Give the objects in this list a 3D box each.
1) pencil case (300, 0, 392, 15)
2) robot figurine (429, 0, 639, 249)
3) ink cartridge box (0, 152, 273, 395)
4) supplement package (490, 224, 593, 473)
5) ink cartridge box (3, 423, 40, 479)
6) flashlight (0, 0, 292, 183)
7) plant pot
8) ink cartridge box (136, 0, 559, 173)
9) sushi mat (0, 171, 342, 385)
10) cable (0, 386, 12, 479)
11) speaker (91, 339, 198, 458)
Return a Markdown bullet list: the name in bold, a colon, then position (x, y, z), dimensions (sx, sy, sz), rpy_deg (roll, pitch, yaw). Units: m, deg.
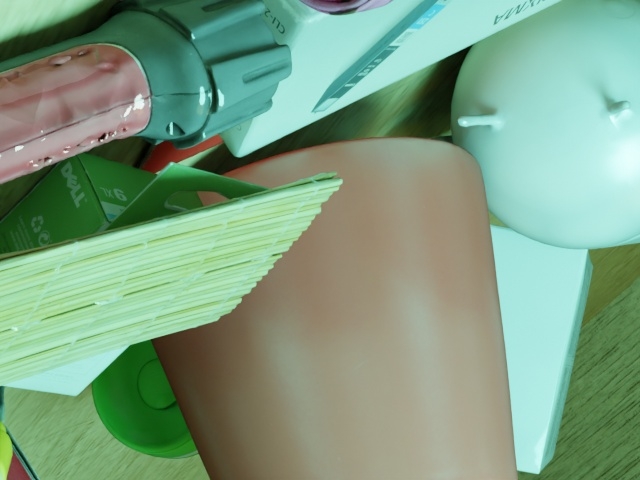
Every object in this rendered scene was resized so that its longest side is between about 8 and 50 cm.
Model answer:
- **pencil case**: position (0.072, -0.193, 0.970), dimensions (0.209, 0.098, 0.095), rpy_deg (-28, -155, -37)
- **robot figurine**: position (0.225, -0.095, 1.449), dimensions (0.300, 0.200, 0.353), rpy_deg (-18, 174, 23)
- **ink cartridge box**: position (-0.134, 0.007, 1.119), dimensions (0.209, 0.062, 0.109), rpy_deg (-42, 147, 24)
- **supplement package**: position (0.126, 0.087, 1.636), dimensions (0.263, 0.199, 0.198), rpy_deg (24, 78, -80)
- **ink cartridge box**: position (-0.345, 0.273, 1.368), dimensions (0.309, 0.130, 0.272), rpy_deg (-31, 173, -24)
- **flashlight**: position (-0.143, -0.050, 0.868), dimensions (0.304, 0.103, 0.103), rpy_deg (-24, 167, -38)
- **plant pot**: position (0.015, 0.093, 1.303), dimensions (0.275, 0.243, 0.275), rpy_deg (-14, 162, -5)
- **ink cartridge box**: position (0.043, -0.132, 1.149), dimensions (0.296, 0.066, 0.261), rpy_deg (-28, 164, -32)
- **sushi mat**: position (-0.123, 0.031, 1.016), dimensions (0.316, 0.019, 0.151), rpy_deg (-16, 154, -51)
- **cable**: position (-0.232, 0.104, 1.196), dimensions (0.287, 0.139, 0.072), rpy_deg (-40, 138, -72)
- **speaker**: position (-0.080, 0.113, 1.565), dimensions (0.131, 0.131, 0.296), rpy_deg (-40, 167, 16)
